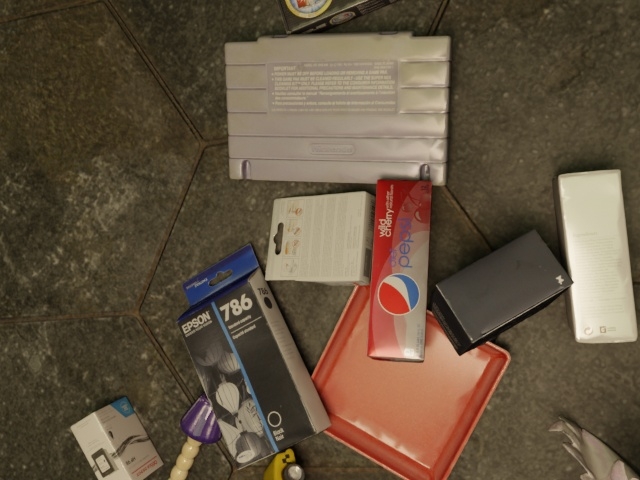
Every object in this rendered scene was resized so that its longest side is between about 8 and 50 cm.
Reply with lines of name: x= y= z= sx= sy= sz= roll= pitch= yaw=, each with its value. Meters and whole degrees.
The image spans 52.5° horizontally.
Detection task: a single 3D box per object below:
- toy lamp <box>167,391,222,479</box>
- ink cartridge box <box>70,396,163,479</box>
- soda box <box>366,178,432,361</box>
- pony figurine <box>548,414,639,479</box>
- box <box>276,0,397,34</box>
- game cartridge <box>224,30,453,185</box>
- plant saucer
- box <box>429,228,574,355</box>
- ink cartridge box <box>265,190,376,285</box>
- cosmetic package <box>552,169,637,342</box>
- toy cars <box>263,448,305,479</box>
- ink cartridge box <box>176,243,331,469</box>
toy lamp: x=-0.236 y=0.389 z=1.128 sx=0.080 sy=0.080 sz=0.274 roll=29 pitch=103 yaw=13
ink cartridge box: x=-0.346 y=0.378 z=1.142 sx=0.060 sy=0.104 sz=0.180 roll=-33 pitch=84 yaw=14
soda box: x=0.119 y=0.046 z=0.963 sx=0.083 sy=0.092 sz=0.263 roll=2 pitch=77 yaw=10
pony figurine: x=0.429 y=0.430 z=0.836 sx=0.351 sy=0.303 sz=0.363 roll=36 pitch=97 yaw=2
box: x=0.046 y=-0.466 z=1.014 sx=0.270 sy=0.060 sz=0.216 roll=-17 pitch=88 yaw=16
game cartridge: x=0.024 y=-0.205 z=1.017 sx=0.355 sy=0.068 sz=0.230 roll=4 pitch=100 yaw=16
plant saucer: x=0.126 y=0.225 z=1.031 sx=0.259 sy=0.048 sz=0.258 roll=27 pitch=99 yaw=12
box: x=0.244 y=0.078 z=0.908 sx=0.156 sy=0.158 sz=0.093 roll=-29 pitch=73 yaw=-3
ink cartridge box: x=0.000 y=0.000 z=1.050 sx=0.179 sy=0.045 sz=0.145 roll=-3 pitch=76 yaw=34
cosmetic package: x=0.383 y=0.019 z=0.914 sx=0.086 sy=0.117 sz=0.231 roll=-5 pitch=93 yaw=15
toy cars: x=-0.070 y=0.539 z=1.032 sx=0.087 sy=0.176 sz=0.393 roll=0 pitch=93 yaw=-23
ink cartridge box: x=-0.126 y=0.185 z=1.064 sx=0.165 sy=0.065 sz=0.332 roll=-31 pitch=76 yaw=21
